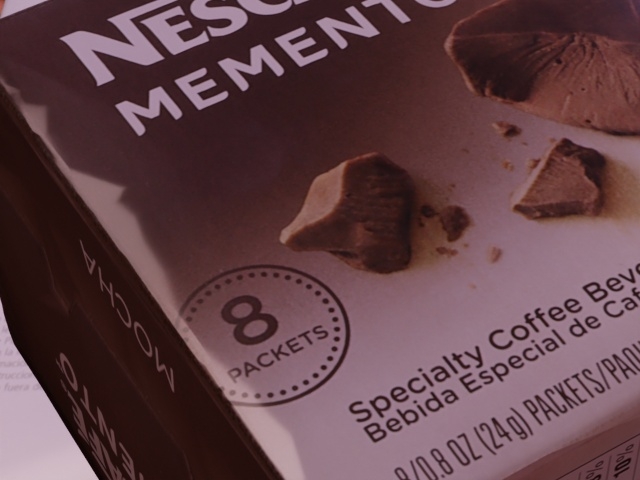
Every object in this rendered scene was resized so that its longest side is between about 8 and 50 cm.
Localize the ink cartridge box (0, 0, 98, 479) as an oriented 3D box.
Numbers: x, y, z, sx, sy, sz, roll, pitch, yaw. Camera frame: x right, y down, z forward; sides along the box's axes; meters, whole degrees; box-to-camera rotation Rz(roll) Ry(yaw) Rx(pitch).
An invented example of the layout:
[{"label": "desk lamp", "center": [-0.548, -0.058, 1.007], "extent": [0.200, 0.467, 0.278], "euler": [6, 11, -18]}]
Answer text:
[{"label": "ink cartridge box", "center": [0.000, 0.000, 0.578], "extent": [0.275, 0.060, 0.239], "euler": [-3, 46, 13]}]

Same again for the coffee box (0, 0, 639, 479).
[{"label": "coffee box", "center": [0.083, -0.015, 0.437], "extent": [0.297, 0.119, 0.168], "euler": [-24, 53, -20]}]
